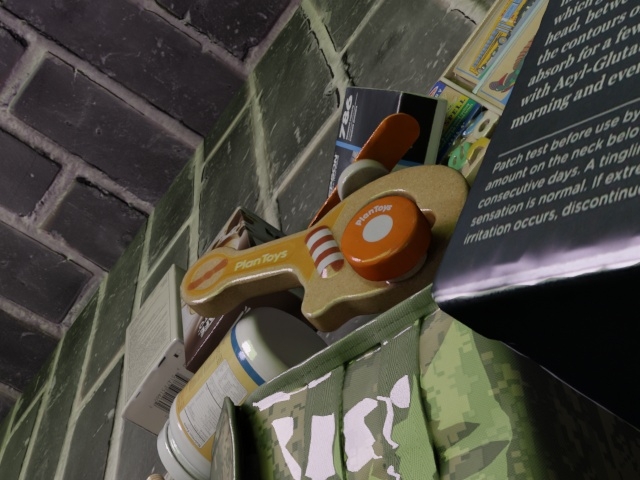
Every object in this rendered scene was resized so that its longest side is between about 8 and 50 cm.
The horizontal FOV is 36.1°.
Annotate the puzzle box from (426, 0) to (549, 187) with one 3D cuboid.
[{"bbox_3d":[0.256,-0.244,1.127,0.409,0.052,0.272,-54,18,9],"label":"puzzle box"}]

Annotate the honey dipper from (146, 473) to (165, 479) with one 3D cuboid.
[{"bbox_3d":[-0.218,0.370,1.368,0.030,0.030,0.160,-58,21,-2],"label":"honey dipper"}]

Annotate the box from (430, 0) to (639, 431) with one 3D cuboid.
[{"bbox_3d":[0.276,-0.082,0.422,0.212,0.293,0.395,-20,41,61],"label":"box"}]

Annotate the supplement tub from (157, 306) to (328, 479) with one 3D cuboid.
[{"bbox_3d":[-0.083,0.191,1.128,0.200,0.144,0.144,-51,19,20],"label":"supplement tub"}]

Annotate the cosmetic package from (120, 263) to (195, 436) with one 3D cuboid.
[{"bbox_3d":[-0.235,0.177,1.594,0.160,0.113,0.309,-53,18,12],"label":"cosmetic package"}]

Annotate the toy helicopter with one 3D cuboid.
[{"bbox_3d":[0.000,0.000,1.042,0.355,0.140,0.235,-15,44,29],"label":"toy helicopter"}]

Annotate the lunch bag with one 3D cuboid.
[{"bbox_3d":[0.035,0.186,0.525,0.287,0.169,0.235,-34,47,32],"label":"lunch bag"}]

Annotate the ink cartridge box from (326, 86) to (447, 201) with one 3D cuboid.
[{"bbox_3d":[0.069,-0.110,1.254,0.332,0.065,0.165,-141,60,-76],"label":"ink cartridge box"}]

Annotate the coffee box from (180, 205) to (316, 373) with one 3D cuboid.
[{"bbox_3d":[-0.106,0.084,1.404,0.168,0.119,0.297,-53,18,9],"label":"coffee box"}]
